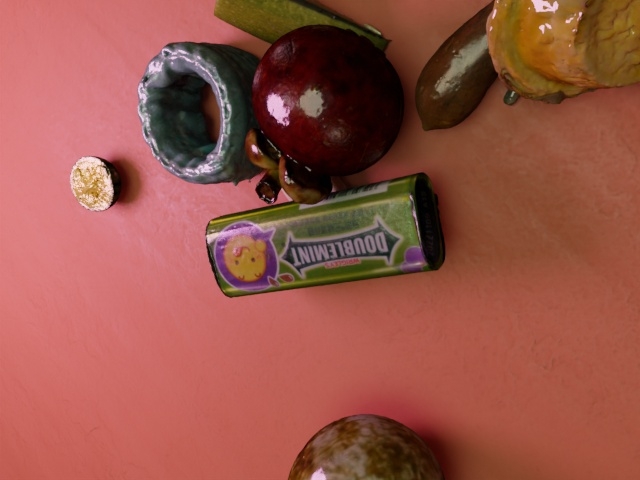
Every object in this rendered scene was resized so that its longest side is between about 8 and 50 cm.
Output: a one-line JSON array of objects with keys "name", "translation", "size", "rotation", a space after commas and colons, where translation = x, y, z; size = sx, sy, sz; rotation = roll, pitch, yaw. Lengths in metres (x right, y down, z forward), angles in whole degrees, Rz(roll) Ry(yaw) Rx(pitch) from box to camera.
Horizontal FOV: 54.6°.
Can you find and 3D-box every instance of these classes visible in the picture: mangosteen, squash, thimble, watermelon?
[{"name": "mangosteen", "translation": [-0.005, -0.159, 0.845], "size": [0.215, 0.215, 0.257], "rotation": [31, 95, 18]}, {"name": "squash", "translation": [-0.031, -0.332, 0.945], "size": [0.252, 0.169, 0.093], "rotation": [19, 116, -13]}, {"name": "thimble", "translation": [-0.171, -0.195, 0.975], "size": [0.198, 0.143, 0.235], "rotation": [-24, 91, 29]}, {"name": "watermelon", "translation": [-0.414, -0.109, 1.162], "size": [0.105, 0.062, 0.105], "rotation": [7, 109, 20]}]

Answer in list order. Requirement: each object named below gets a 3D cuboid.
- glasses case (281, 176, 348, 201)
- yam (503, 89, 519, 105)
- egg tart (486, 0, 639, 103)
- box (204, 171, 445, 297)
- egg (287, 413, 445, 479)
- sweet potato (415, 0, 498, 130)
[{"name": "glasses case", "translation": [-0.005, -0.073, 0.967], "size": [0.083, 0.050, 0.196], "rotation": [-40, 82, 26]}, {"name": "yam", "translation": [0.272, -0.231, 0.809], "size": [0.021, 0.021, 0.116], "rotation": [33, 115, 18]}, {"name": "egg tart", "translation": [0.313, -0.258, 0.653], "size": [0.288, 0.288, 0.118], "rotation": [-44, 42, 27]}, {"name": "box", "translation": [0.000, 0.000, 0.896], "size": [0.345, 0.097, 0.134], "rotation": [-9, 99, 28]}, {"name": "egg", "translation": [0.062, 0.399, 0.928], "size": [0.238, 0.238, 0.289], "rotation": [28, 121, 19]}, {"name": "sweet potato", "translation": [0.222, -0.257, 0.784], "size": [0.097, 0.097, 0.292], "rotation": [50, 123, 10]}]
